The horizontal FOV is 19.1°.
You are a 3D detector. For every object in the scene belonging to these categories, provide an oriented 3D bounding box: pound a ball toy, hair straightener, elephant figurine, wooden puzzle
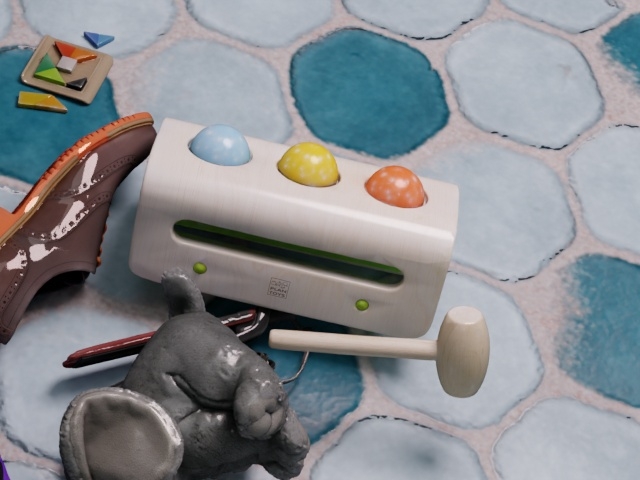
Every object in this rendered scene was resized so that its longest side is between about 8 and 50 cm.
[{"bbox_3d":[0.000,0.000,1.638,0.319,0.136,0.208,13,28,-1],"label":"pound a ball toy"},{"bbox_3d":[-0.103,0.113,1.639,0.230,0.047,0.089,-13,77,-28],"label":"hair straightener"},{"bbox_3d":[-0.142,0.178,1.506,0.239,0.169,0.186,-33,40,-17],"label":"elephant figurine"},{"bbox_3d":[-0.245,-0.167,1.836,0.078,0.014,0.116,15,51,-1],"label":"wooden puzzle"}]

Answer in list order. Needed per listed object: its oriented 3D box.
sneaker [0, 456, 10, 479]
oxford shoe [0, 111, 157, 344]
[{"bbox_3d":[-0.306,0.151,1.488,0.102,0.146,0.293,-16,56,-25],"label":"sneaker"},{"bbox_3d":[-0.226,-0.012,1.685,0.098,0.097,0.271,46,59,-1],"label":"oxford shoe"}]
